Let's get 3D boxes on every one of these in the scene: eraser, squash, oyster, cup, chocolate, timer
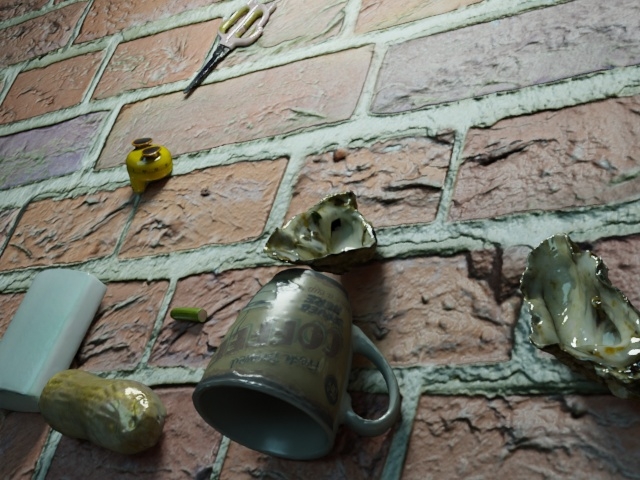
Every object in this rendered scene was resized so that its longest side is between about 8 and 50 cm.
[{"bbox_3d":[-0.572,0.202,1.887,0.189,0.104,0.290,-5,53,39],"label":"eraser"},{"bbox_3d":[-0.255,0.141,1.762,0.083,0.027,0.027,1,57,37],"label":"squash"},{"bbox_3d":[0.377,0.120,1.259,0.166,0.110,0.341,-39,39,-6],"label":"oyster"},{"bbox_3d":[-0.012,0.187,1.432,0.301,0.227,0.257,15,57,11],"label":"cup"},{"bbox_3d":[-0.388,0.304,1.652,0.309,0.134,0.134,2,57,42],"label":"chocolate"},{"bbox_3d":[-0.387,-0.166,2.087,0.107,0.109,0.107,-3,33,2],"label":"timer"},{"bbox_3d":[-0.005,0.000,1.576,0.166,0.294,0.094,39,124,25],"label":"oyster"}]

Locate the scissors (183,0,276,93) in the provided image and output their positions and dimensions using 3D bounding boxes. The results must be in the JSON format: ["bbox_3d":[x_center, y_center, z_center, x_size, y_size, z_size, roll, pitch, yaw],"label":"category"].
[{"bbox_3d":[-0.234,-0.477,2.270,0.160,0.024,0.317,28,74,44],"label":"scissors"}]
